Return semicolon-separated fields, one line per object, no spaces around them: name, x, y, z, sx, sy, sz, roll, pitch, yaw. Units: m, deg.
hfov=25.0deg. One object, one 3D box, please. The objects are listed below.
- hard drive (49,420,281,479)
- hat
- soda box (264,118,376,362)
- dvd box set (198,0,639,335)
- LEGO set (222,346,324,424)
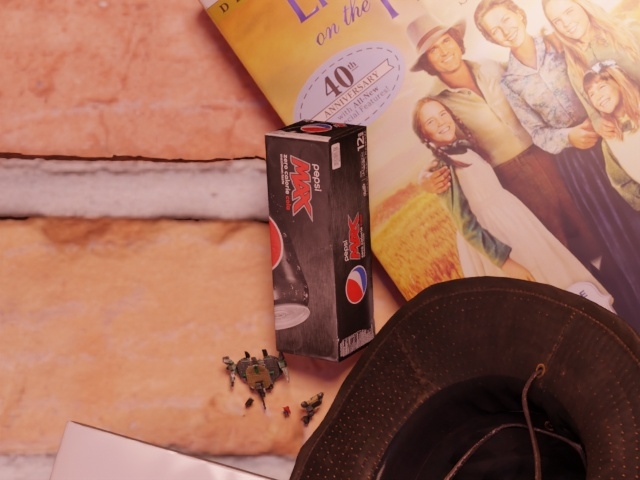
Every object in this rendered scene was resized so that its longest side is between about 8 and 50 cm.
hard drive;-0.133;0.309;1.062;0.203;0.040;0.307;16;83;3
hat;0.127;0.184;0.966;0.134;0.331;0.331;31;83;-36
soda box;0.000;0.000;1.051;0.060;0.053;0.169;8;110;32
dvd box set;0.144;-0.107;1.074;0.307;0.062;0.420;-35;84;7
LEGO set;-0.036;0.106;1.096;0.054;0.023;0.083;-40;102;23
